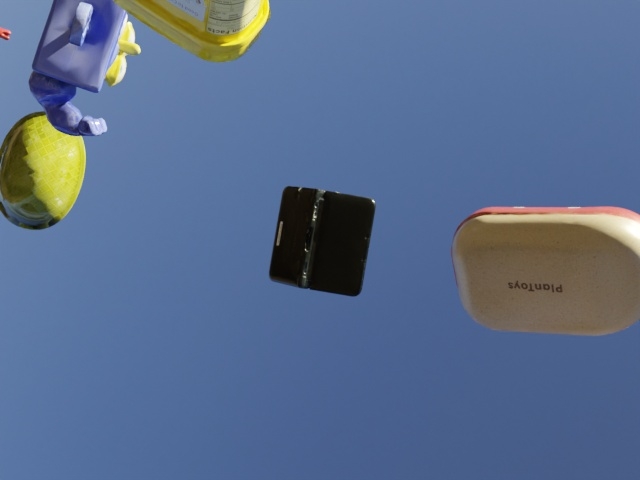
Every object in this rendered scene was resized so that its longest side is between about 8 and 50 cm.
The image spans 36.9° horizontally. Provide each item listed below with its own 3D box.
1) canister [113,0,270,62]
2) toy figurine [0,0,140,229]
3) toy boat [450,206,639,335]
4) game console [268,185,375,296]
[{"bbox_3d":[-0.086,-0.218,0.659,0.126,0.170,0.073,33,-119,5],"label":"canister"},{"bbox_3d":[-0.267,-0.184,0.916,0.363,0.191,0.217,-69,-158,2],"label":"toy figurine"},{"bbox_3d":[0.273,0.016,1.093,0.231,0.151,0.151,1,-150,27],"label":"toy boat"},{"bbox_3d":[0.000,0.000,1.181,0.107,0.071,0.122,9,-91,52],"label":"game console"}]
